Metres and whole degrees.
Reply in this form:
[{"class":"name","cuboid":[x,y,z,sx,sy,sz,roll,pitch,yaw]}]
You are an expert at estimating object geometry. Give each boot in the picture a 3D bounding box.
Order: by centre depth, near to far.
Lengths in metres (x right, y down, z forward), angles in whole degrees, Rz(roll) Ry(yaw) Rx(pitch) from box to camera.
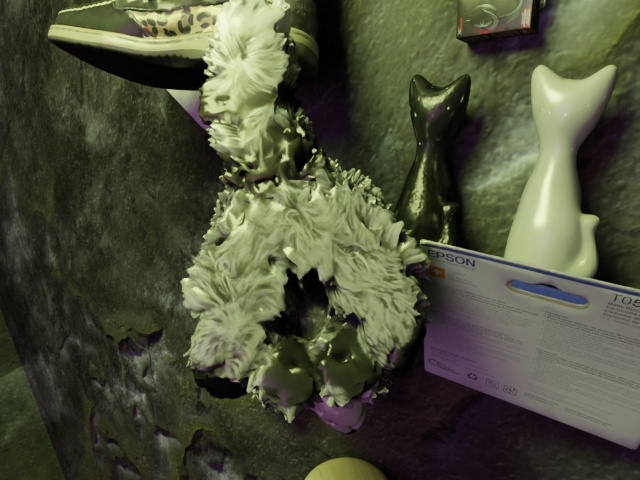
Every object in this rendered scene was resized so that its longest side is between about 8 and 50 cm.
[{"class":"boot","cuboid":[-0.163,-0.352,0.565,0.378,0.138,0.283,9,90,20]}]

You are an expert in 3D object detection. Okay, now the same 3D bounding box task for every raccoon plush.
[{"class":"raccoon plush","cuboid":[0.000,0.000,0.516,0.216,0.299,0.445,2,81,4]}]

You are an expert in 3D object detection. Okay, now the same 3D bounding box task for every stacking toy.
[{"class":"stacking toy","cuboid":[0.044,0.515,0.689,0.141,0.141,0.330,13,115,36]}]

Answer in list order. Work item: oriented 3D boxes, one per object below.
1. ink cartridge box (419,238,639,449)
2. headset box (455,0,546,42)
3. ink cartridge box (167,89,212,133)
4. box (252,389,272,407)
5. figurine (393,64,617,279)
[{"class":"ink cartridge box","cuboid":[0.209,0.090,0.423,0.224,0.045,0.223,15,139,28]},{"class":"headset box","cuboid":[0.185,-0.241,0.447,0.083,0.032,0.062,11,107,38]},{"class":"ink cartridge box","cuboid":[-0.214,-0.331,0.723,0.371,0.069,0.175,48,124,23]},{"class":"box","cuboid":[-0.074,0.193,0.720,0.101,0.087,0.101,39,122,25]},{"class":"figurine","cuboid":[0.180,-0.074,0.462,0.215,0.092,0.209,10,102,36]}]
